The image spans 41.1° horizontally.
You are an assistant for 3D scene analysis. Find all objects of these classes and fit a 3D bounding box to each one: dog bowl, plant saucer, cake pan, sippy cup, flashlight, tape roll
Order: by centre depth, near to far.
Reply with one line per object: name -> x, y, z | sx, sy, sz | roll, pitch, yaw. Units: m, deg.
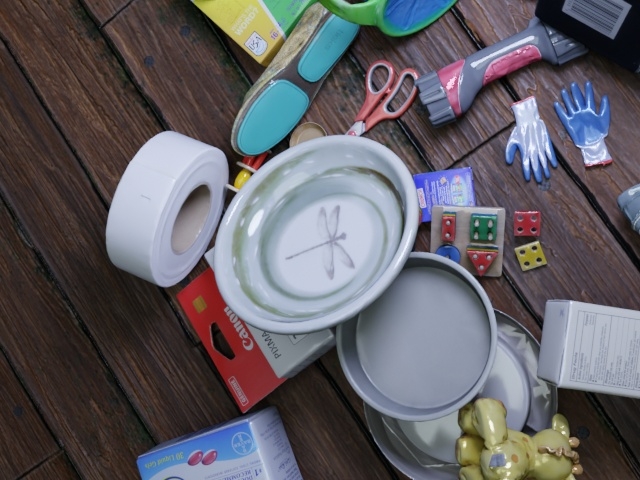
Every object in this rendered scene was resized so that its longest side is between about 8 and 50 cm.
cake pan -> 0.171, 0.168, 1.500 | 0.293, 0.054, 0.293 | -3, 82, 24
sippy cup -> 0.133, -0.525, 1.521 | 0.224, 0.305, 0.240 | 54, 133, 19
flashlight -> 0.324, -0.306, 1.532 | 0.304, 0.103, 0.103 | -22, 49, 11
plant saucer -> 0.000, 0.000, 1.535 | 0.400, 0.100, 0.401 | -14, 55, 21
dog bowl -> 0.257, 0.278, 1.567 | 0.348, 0.102, 0.349 | 0, 92, 16
tape roll -> -0.284, -0.059, 1.612 | 0.100, 0.286, 0.286 | 23, 98, 14
plant saucer -> -0.020, -0.189, 1.667 | 0.083, 0.015, 0.084 | -1, 88, 26

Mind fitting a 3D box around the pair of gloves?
pair of gloves -> 0.428, -0.195, 1.543 | 0.198, 0.023, 0.159 | -14, 88, 15

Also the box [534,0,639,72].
box -> 0.539, -0.514, 1.322 | 0.212, 0.293, 0.396 | 33, 88, 11

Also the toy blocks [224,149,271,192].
toy blocks -> -0.102, -0.144, 1.677 | 0.123, 0.054, 0.148 | 28, 89, 7

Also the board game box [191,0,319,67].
board game box -> -0.144, -0.532, 1.669 | 0.316, 0.064, 0.242 | 43, 102, 10

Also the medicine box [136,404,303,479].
medicine box -> -0.176, 0.508, 1.673 | 0.263, 0.149, 0.289 | -22, 85, 15

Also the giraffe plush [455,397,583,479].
giraffe plush -> 0.339, 0.355, 1.423 | 0.170, 0.210, 0.182 | 3, 90, -13

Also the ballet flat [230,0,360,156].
ballet flat -> -0.058, -0.314, 1.630 | 0.123, 0.123, 0.349 | 40, 97, 11

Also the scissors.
scissors -> 0.081, -0.211, 1.640 | 0.109, 0.021, 0.297 | 34, 100, 12

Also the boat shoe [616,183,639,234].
boat shoe -> 0.645, -0.131, 1.438 | 0.319, 0.116, 0.099 | -41, 57, 6

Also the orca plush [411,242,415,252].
orca plush -> 0.081, 0.030, 1.606 | 0.151, 0.102, 0.287 | 30, 100, 13

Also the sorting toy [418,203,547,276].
sorting toy -> 0.276, 0.006, 1.557 | 0.274, 0.046, 0.132 | 3, 111, 11

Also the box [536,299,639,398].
box -> 0.535, 0.190, 1.422 | 0.310, 0.121, 0.148 | 10, 87, -3

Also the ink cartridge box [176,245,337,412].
ink cartridge box -> -0.138, 0.144, 1.662 | 0.261, 0.066, 0.296 | -39, 69, 13

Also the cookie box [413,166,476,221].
cookie box -> 0.233, -0.086, 1.591 | 0.107, 0.040, 0.092 | -6, 92, 15
